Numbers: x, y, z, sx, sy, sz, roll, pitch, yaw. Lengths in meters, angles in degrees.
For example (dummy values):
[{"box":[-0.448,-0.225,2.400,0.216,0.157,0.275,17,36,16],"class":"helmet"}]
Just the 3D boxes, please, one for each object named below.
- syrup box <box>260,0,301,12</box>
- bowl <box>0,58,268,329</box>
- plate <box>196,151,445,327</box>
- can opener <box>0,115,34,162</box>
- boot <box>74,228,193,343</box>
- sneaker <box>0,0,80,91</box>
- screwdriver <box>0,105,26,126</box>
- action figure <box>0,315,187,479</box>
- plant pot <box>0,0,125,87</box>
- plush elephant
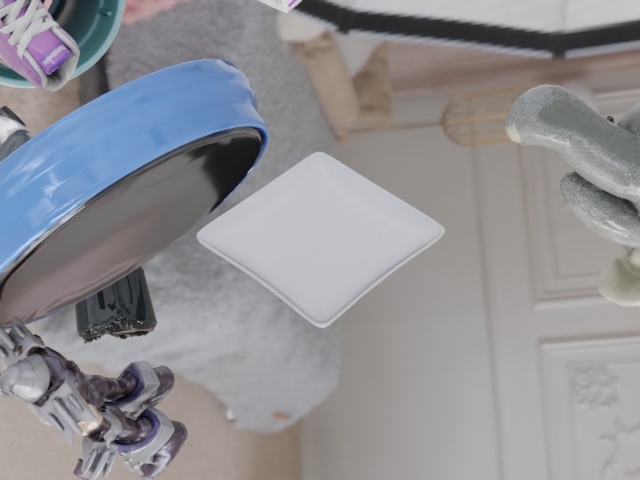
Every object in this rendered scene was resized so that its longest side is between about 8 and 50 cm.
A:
[{"box":[-0.076,-0.514,1.925,0.096,0.093,0.237,-47,152,-28],"class":"syrup box"},{"box":[-0.220,-0.037,1.191,0.077,0.391,0.391,54,10,8],"class":"bowl"},{"box":[0.000,0.000,1.730,0.277,0.278,0.045,-37,145,-30],"class":"plate"},{"box":[-0.442,-0.029,1.345,0.076,0.283,0.095,41,4,-12],"class":"can opener"},{"box":[-0.300,0.055,1.880,0.094,0.246,0.207,131,-55,-62],"class":"boot"},{"box":[-0.354,-0.276,1.306,0.102,0.161,0.282,-46,158,-12],"class":"sneaker"},{"box":[-0.451,-0.151,1.819,0.025,0.170,0.024,-50,-171,-23],"class":"screwdriver"},{"box":[-0.244,0.172,1.175,0.185,0.099,0.285,56,11,29],"class":"action figure"},{"box":[-0.565,-0.473,2.097,0.334,0.341,0.341,-147,-137,-62],"class":"plant pot"},{"box":[0.387,-0.073,1.309,0.330,0.272,0.255,46,-15,8],"class":"plush elephant"}]
